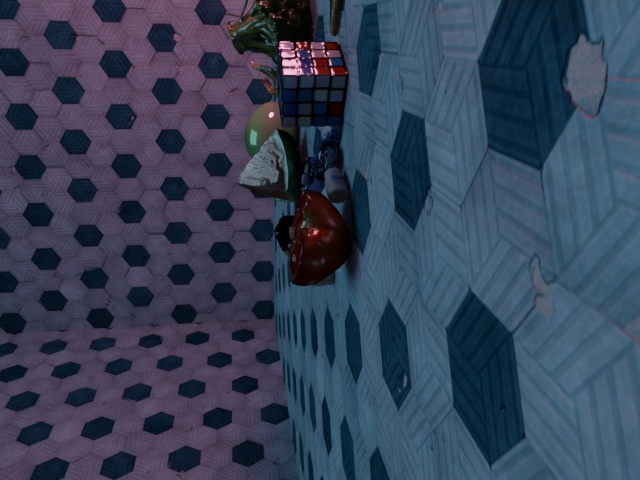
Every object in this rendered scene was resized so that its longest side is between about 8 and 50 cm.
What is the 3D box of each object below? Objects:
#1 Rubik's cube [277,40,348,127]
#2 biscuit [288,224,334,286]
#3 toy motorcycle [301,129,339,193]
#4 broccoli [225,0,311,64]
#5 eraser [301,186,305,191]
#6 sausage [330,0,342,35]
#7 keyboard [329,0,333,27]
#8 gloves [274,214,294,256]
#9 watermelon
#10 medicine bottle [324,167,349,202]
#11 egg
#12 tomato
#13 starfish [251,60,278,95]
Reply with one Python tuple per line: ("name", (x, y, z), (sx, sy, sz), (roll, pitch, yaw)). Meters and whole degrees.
("Rubik's cube", (-0.027, -0.383, 1.323), (0.151, 0.155, 0.154), (97, 168, -47))
("biscuit", (-0.030, 0.038, 1.591), (0.238, 0.108, 0.061), (-102, 16, -49))
("toy motorcycle", (-0.003, -0.195, 1.443), (0.254, 0.092, 0.135), (127, 150, -62))
("broccoli", (-0.169, -0.729, 1.788), (0.321, 0.284, 0.303), (55, -161, -73))
("eraser", (-0.050, -0.145, 1.953), (0.105, 0.026, 0.064), (-107, 15, -57))
("sausage", (0.038, -0.555, 1.294), (0.132, 0.024, 0.024), (99, 166, -47))
("keyboard", (0.030, -0.628, 1.378), (0.053, 0.010, 0.154), (-140, 49, -80))
("gloves", (-0.119, -0.007, 2.282), (0.129, 0.106, 0.180), (-101, -16, -50))
("watermelon", (-0.152, -0.235, 2.118), (0.222, 0.319, 0.292), (53, -162, 22))
("medicine bottle", (0.037, -0.134, 1.299), (0.089, 0.052, 0.052), (-102, 13, -47))
("egg", (-0.205, -0.445, 2.246), (0.220, 0.221, 0.269), (-170, 87, -81))
("tomato", (0.000, 0.000, 1.289), (0.200, 0.140, 0.232), (129, 148, -69))
("starfish", (-0.123, -0.546, 1.907), (0.299, 0.060, 0.302), (50, 170, -12))
